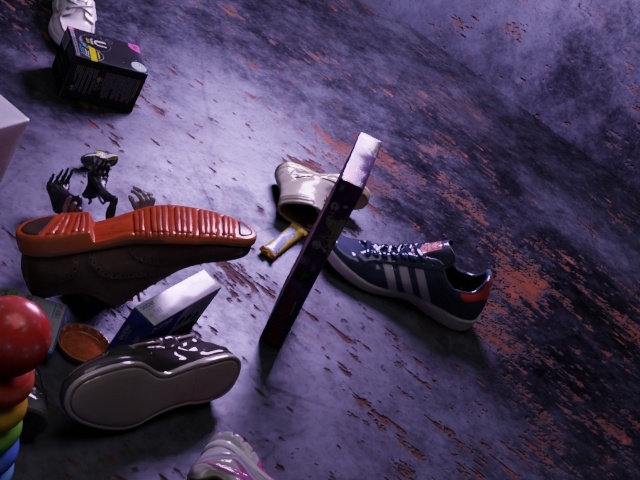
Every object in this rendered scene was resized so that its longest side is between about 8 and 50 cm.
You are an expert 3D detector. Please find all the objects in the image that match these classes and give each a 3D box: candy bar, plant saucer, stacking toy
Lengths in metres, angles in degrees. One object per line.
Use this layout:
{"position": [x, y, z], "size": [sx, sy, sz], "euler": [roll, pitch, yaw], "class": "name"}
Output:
{"position": [-0.073, 0.002, 2.181], "size": [0.040, 0.018, 0.161], "euler": [35, 29, 9], "class": "candy bar"}
{"position": [-0.359, 0.159, 1.681], "size": [0.084, 0.013, 0.083], "euler": [23, 29, -13], "class": "plant saucer"}
{"position": [-0.386, 0.200, 1.264], "size": [0.141, 0.330, 0.141], "euler": [22, 30, -14], "class": "stacking toy"}

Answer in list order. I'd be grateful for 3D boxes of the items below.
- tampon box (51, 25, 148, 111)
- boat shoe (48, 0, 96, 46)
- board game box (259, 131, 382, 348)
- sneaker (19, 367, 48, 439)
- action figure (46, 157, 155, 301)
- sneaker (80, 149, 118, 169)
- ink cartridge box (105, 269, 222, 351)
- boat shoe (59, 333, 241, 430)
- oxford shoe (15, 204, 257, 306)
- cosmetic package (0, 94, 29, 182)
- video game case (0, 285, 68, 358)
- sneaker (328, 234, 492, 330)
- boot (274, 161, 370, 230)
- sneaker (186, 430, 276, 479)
{"position": [-0.457, -0.354, 2.303], "size": [0.161, 0.101, 0.120], "euler": [11, 35, -31], "class": "tampon box"}
{"position": [-0.547, -0.510, 2.473], "size": [0.098, 0.096, 0.277], "euler": [13, 33, -28], "class": "boat shoe"}
{"position": [0.000, 0.000, 1.911], "size": [0.056, 0.346, 0.208], "euler": [28, 28, 2], "class": "board game box"}
{"position": [-0.472, 0.179, 1.476], "size": [0.228, 0.087, 0.130], "euler": [19, 29, -25], "class": "sneaker"}
{"position": [-0.362, -0.025, 1.837], "size": [0.164, 0.141, 0.275], "euler": [-10, 46, -30], "class": "action figure"}
{"position": [-0.423, -0.154, 2.102], "size": [0.035, 0.031, 0.083], "euler": [33, 22, 33], "class": "sneaker"}
{"position": [-0.243, 0.119, 1.747], "size": [0.046, 0.097, 0.207], "euler": [42, 27, 9], "class": "ink cartridge box"}
{"position": [-0.261, 0.199, 1.627], "size": [0.096, 0.112, 0.335], "euler": [28, 18, 35], "class": "boat shoe"}
{"position": [-0.280, 0.026, 1.728], "size": [0.364, 0.132, 0.130], "euler": [-2, 21, -2], "class": "oxford shoe"}
{"position": [-0.593, -0.116, 1.674], "size": [0.138, 0.224, 0.224], "euler": [38, 29, 12], "class": "cosmetic package"}
{"position": [-0.466, 0.111, 1.642], "size": [0.166, 0.015, 0.119], "euler": [18, 31, -11], "class": "video game case"}
{"position": [0.182, 0.043, 2.212], "size": [0.350, 0.148, 0.131], "euler": [23, 30, -11], "class": "sneaker"}
{"position": [0.007, -0.079, 2.320], "size": [0.213, 0.077, 0.165], "euler": [16, 31, -14], "class": "boot"}
{"position": [-0.086, 0.375, 1.515], "size": [0.252, 0.103, 0.111], "euler": [32, 32, 18], "class": "sneaker"}
